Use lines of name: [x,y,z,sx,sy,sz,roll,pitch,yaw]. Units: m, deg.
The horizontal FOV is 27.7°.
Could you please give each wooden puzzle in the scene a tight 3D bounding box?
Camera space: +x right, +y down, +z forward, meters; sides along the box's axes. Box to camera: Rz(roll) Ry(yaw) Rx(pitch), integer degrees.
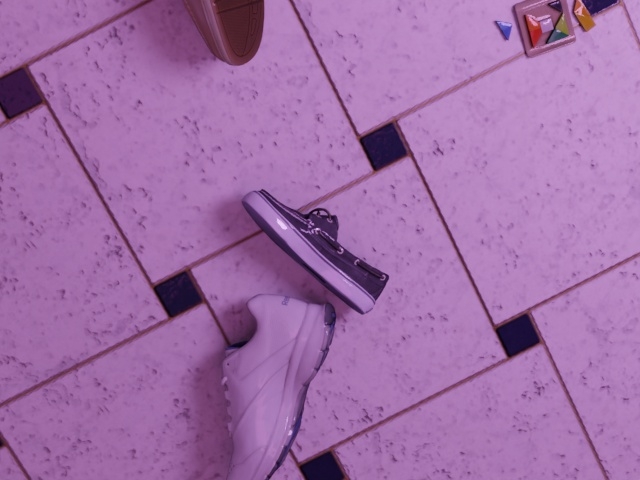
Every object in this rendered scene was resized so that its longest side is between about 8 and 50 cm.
wooden puzzle: [0.289,-0.278,1.659,0.116,0.014,0.079,-26,108,2]

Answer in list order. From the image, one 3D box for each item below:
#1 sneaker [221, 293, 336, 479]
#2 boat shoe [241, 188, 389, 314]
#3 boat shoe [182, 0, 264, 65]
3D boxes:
sneaker: [-0.078,0.203,1.729,0.129,0.111,0.297,20,100,3]
boat shoe: [0.000,0.000,1.680,0.228,0.080,0.076,42,81,-14]
boat shoe: [-0.155,-0.351,1.542,0.098,0.109,0.302,-5,114,36]
